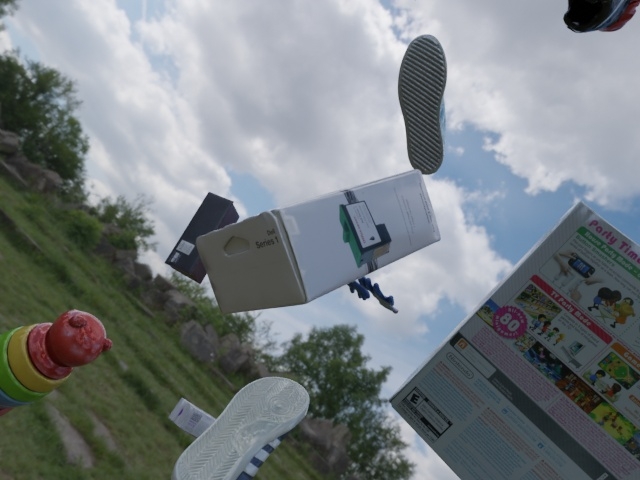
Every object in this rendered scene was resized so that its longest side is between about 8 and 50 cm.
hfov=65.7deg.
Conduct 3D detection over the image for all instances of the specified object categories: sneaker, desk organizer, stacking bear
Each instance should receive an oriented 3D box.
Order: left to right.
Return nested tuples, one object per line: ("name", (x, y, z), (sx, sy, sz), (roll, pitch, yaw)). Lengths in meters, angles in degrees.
("stacking bear", (-0.567, 0.233, 1.001), (0.176, 0.288, 0.164), (59, 10, -30))
("desk organizer", (-0.178, -0.003, 0.761), (0.047, 0.130, 0.050), (21, -21, 15))
("sneaker", (-0.150, 0.397, 0.949), (0.131, 0.350, 0.148), (28, -61, 24))
("sneaker", (0.285, -0.374, 1.386), (0.135, 0.150, 0.367), (2, -74, 11))
("sneaker", (0.459, -0.442, 0.763), (0.098, 0.135, 0.276), (57, -18, 32))

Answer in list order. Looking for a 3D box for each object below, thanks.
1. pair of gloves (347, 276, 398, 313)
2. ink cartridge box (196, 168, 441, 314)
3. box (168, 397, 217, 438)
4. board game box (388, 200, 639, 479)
("pair of gloves", (0.099, 0.111, 1.142), (0.198, 0.023, 0.159), (26, -15, 42))
("ink cartridge box", (0.000, 0.000, 0.548), (0.160, 0.219, 0.093), (-16, -86, 49))
("box", (-0.308, 0.547, 1.420), (0.063, 0.067, 0.324), (20, -24, 38))
("board game box", (0.258, 0.144, 0.534), (0.224, 0.303, 0.097), (44, 18, 17))
